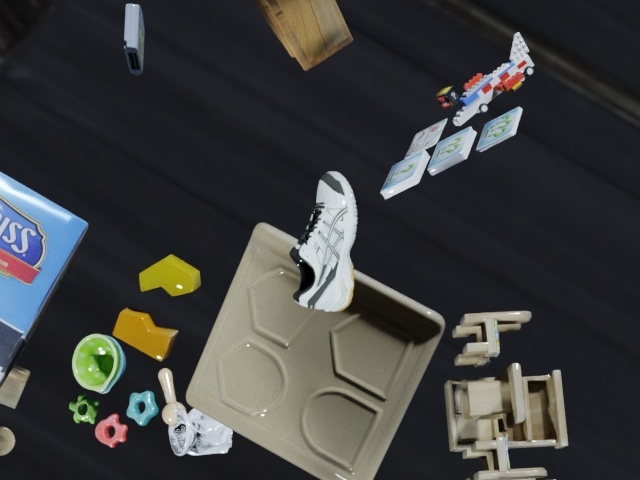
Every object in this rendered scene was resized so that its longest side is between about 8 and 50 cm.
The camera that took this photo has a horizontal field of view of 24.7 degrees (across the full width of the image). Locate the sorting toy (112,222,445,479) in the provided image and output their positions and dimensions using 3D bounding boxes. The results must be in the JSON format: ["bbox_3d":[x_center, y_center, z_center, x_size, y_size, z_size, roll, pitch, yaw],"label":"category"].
[{"bbox_3d":[-0.048,0.097,1.463,0.229,0.307,0.041,-67,-13,23],"label":"sorting toy"}]

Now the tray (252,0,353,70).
[{"bbox_3d":[-0.118,-0.398,1.659,0.076,0.411,0.203,-33,-26,0],"label":"tray"}]

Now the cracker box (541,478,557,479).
[{"bbox_3d":[0.283,0.349,1.698,0.067,0.155,0.232,-54,2,-13],"label":"cracker box"}]

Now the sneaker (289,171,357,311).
[{"bbox_3d":[0.000,0.000,0.862,0.032,0.037,0.083,166,104,-68],"label":"sneaker"}]

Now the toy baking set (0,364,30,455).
[{"bbox_3d":[-0.481,0.201,1.770,0.030,0.256,0.197,134,134,-72],"label":"toy baking set"}]

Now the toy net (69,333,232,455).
[{"bbox_3d":[-0.209,0.205,1.733,0.045,0.232,0.122,21,-85,-60],"label":"toy net"}]

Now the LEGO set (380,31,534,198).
[{"bbox_3d":[0.165,-0.157,1.770,0.182,0.060,0.244,-26,18,28],"label":"LEGO set"}]

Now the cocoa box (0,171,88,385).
[{"bbox_3d":[-0.403,0.050,1.499,0.228,0.231,0.347,-61,8,-17],"label":"cocoa box"}]

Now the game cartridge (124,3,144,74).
[{"bbox_3d":[-0.193,-0.211,1.519,0.083,0.017,0.056,101,167,-77],"label":"game cartridge"}]

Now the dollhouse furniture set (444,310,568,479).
[{"bbox_3d":[0.265,0.218,1.960,0.242,0.161,0.212,103,164,-76],"label":"dollhouse furniture set"}]
